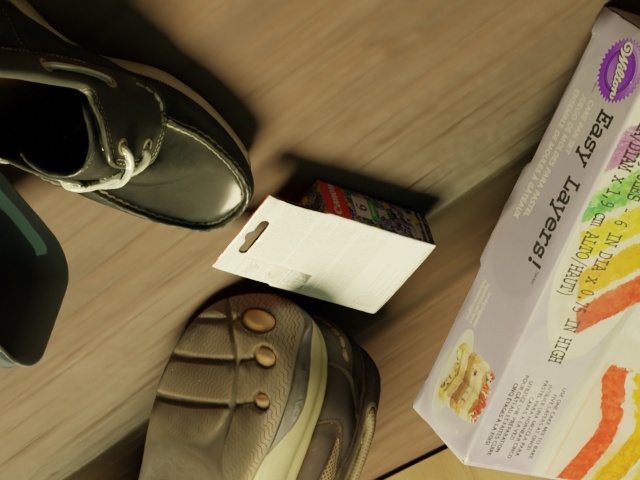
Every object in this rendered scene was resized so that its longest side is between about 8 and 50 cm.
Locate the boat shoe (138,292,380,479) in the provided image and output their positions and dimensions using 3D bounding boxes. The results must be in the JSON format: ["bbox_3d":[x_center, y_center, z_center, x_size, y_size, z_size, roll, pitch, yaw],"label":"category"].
[{"bbox_3d":[-0.056,0.208,1.044,0.130,0.132,0.355,18,100,-42],"label":"boat shoe"}]

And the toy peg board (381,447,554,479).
[{"bbox_3d":[0.107,0.227,1.197,0.160,0.161,0.079,-28,153,11],"label":"toy peg board"}]

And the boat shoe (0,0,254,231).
[{"bbox_3d":[-0.118,-0.050,0.859,0.084,0.079,0.233,-40,137,20],"label":"boat shoe"}]

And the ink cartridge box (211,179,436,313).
[{"bbox_3d":[0.000,0.000,0.994,0.115,0.029,0.063,17,129,-33],"label":"ink cartridge box"}]

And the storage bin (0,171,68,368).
[{"bbox_3d":[-0.202,0.001,0.876,0.091,0.098,0.135,-16,129,26],"label":"storage bin"}]

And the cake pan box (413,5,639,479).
[{"bbox_3d":[0.213,0.017,1.006,0.245,0.070,0.267,14,109,-33],"label":"cake pan box"}]
